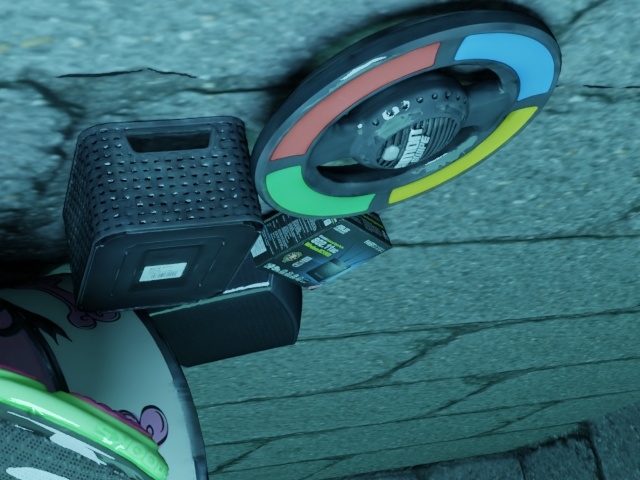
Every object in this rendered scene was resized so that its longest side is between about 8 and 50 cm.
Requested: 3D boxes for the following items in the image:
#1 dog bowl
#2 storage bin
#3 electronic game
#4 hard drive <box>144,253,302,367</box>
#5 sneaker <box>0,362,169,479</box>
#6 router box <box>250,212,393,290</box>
[{"bbox_3d":[-0.279,0.224,0.968,0.408,0.408,0.150,-27,157,37],"label":"dog bowl"},{"bbox_3d":[-0.123,-0.014,0.878,0.122,0.084,0.180,-6,160,-19],"label":"storage bin"},{"bbox_3d":[0.060,-0.081,0.805,0.229,0.048,0.229,-20,158,-8],"label":"electronic game"},{"bbox_3d":[-0.102,0.073,1.195,0.172,0.054,0.255,-12,162,0],"label":"hard drive"},{"bbox_3d":[-0.331,0.184,0.705,0.482,0.202,0.185,-6,163,-6],"label":"sneaker"},{"bbox_3d":[0.000,0.000,1.049,0.092,0.038,0.122,-29,158,17],"label":"router box"}]
